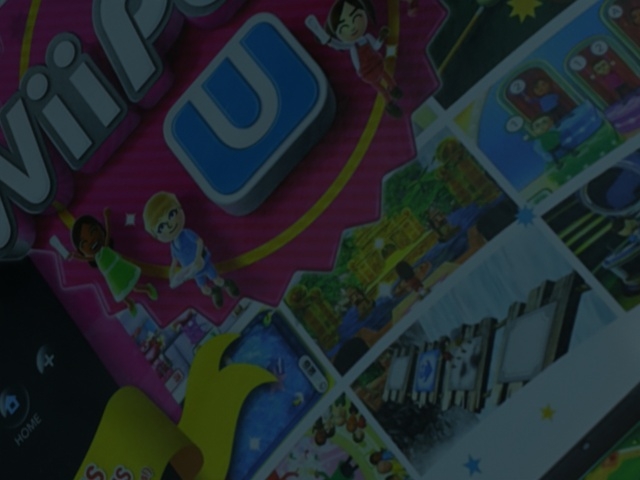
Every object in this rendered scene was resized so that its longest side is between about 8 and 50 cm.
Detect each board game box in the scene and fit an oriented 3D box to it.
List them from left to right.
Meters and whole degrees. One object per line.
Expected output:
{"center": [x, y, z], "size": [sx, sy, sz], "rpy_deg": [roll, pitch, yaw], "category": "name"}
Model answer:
{"center": [0.000, 0.000, 0.405], "size": [0.224, 0.303, 0.097], "rpy_deg": [-47, 153, 17], "category": "board game box"}
